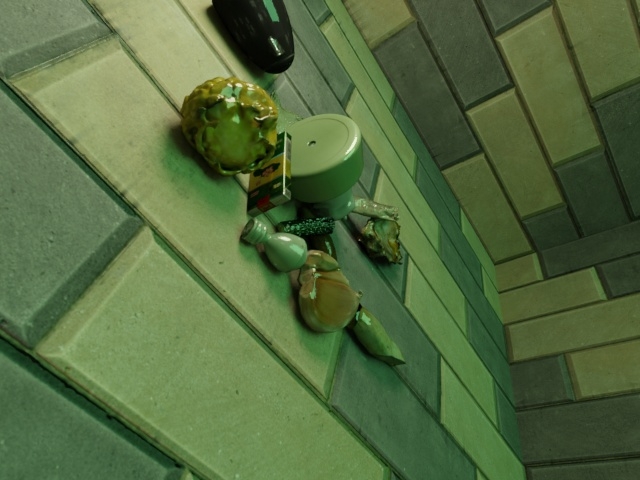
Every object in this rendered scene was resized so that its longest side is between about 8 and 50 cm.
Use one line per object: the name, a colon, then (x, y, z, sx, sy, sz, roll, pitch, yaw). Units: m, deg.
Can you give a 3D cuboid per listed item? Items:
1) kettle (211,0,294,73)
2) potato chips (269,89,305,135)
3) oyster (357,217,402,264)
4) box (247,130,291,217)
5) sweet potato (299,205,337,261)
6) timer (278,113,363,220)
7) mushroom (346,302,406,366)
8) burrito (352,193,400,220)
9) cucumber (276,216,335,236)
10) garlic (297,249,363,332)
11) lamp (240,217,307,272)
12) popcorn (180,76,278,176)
kettle: (-0.192, -0.699, 1.454, 0.290, 0.207, 0.268, 59, 2, -25)
potato chips: (-0.126, -0.419, 1.480, 0.228, 0.059, 0.167, 26, 55, -56)
oyster: (0.243, 0.007, 1.744, 0.361, 0.096, 0.221, -11, 84, -60)
box: (-0.140, -0.186, 1.216, 0.034, 0.132, 0.235, 37, 40, -43)
sweet potato: (0.000, 0.000, 1.371, 0.077, 0.077, 0.243, -11, 81, -60)
timer: (0.017, -0.187, 1.389, 0.315, 0.291, 0.290, 66, 22, -46)
mushroom: (0.184, 0.326, 1.434, 0.333, 0.087, 0.107, 53, 31, -27)
burrito: (0.161, -0.129, 1.622, 0.275, 0.059, 0.082, 14, 49, -8)
cucumber: (-0.041, -0.040, 1.296, 0.187, 0.058, 0.058, -8, 75, -35)
garlic: (0.014, 0.158, 1.259, 0.228, 0.110, 0.217, 31, 56, -38)
lamp: (-0.116, 0.011, 1.155, 0.193, 0.106, 0.106, 36, 41, -30)
popcorn: (-0.213, -0.282, 1.084, 0.250, 0.250, 0.190, 30, 8, -46)
